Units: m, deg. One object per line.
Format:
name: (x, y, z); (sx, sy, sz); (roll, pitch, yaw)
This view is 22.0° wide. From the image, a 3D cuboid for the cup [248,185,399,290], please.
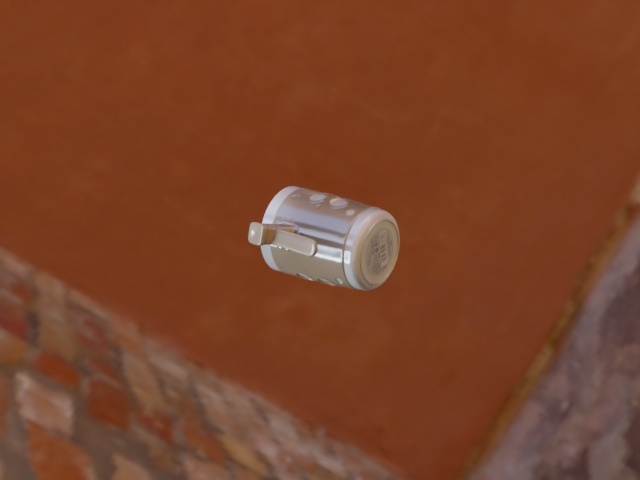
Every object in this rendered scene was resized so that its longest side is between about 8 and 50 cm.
cup: (0.004, -0.007, 1.357); (0.099, 0.102, 0.074); (13, 73, 34)
